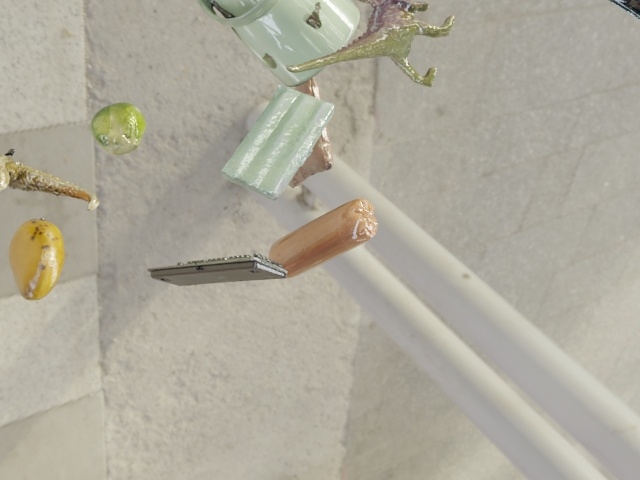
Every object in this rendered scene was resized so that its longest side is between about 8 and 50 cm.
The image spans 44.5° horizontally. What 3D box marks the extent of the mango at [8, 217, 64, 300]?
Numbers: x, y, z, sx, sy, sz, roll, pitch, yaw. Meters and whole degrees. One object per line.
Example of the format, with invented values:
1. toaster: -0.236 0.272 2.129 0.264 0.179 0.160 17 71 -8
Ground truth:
1. mango: -0.358 0.024 0.983 0.079 0.114 0.057 -26 143 25

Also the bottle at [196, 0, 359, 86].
1. bottle: -0.109 -0.475 1.463 0.229 0.229 0.351 -47 116 2

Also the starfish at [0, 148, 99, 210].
1. starfish: -0.381 -0.088 0.908 0.138 0.247 0.050 8 96 -69

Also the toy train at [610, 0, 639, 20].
1. toy train: 0.400 -0.283 0.861 0.088 0.407 0.086 -55 178 -26

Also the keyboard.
1. keyboard: -0.165 0.048 1.224 0.093 0.230 0.025 27 63 -51

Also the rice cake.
1. rice cake: -0.071 -0.181 1.419 0.043 0.127 0.237 100 16 -63

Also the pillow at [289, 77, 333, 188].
1. pillow: -0.038 -0.246 1.775 0.084 0.236 0.223 -6 85 -22

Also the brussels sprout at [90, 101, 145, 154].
1. brussels sprout: -0.533 -0.295 2.073 0.155 0.155 0.117 -38 159 -9

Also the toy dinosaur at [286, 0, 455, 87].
1. toy dinosaur: 0.079 -0.284 1.102 0.072 0.199 0.251 120 -10 -66

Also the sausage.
1. sausage: 0.000 0.001 1.513 0.086 0.086 0.289 1 161 -43
